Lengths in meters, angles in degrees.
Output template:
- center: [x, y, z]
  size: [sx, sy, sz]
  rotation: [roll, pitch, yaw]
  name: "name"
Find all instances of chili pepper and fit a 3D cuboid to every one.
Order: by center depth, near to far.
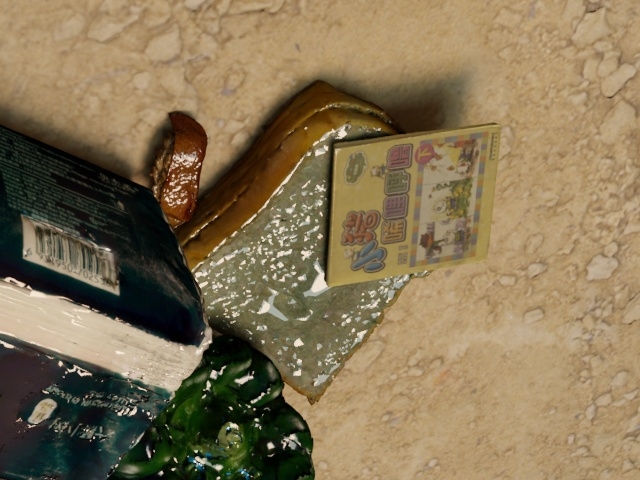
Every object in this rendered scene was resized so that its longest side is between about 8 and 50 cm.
- center: [-0.157, 0.229, 1.597]
  size: [0.233, 0.256, 0.249]
  rotation: [-11, 89, -45]
  name: "chili pepper"

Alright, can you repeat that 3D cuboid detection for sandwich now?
- center: [0.000, 0.000, 1.633]
  size: [0.301, 0.099, 0.271]
  rotation: [-46, 131, 9]
  name: "sandwich"

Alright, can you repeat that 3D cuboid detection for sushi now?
- center: [-0.147, -0.065, 1.539]
  size: [0.055, 0.052, 0.120]
  rotation: [5, 124, -10]
  name: "sushi"

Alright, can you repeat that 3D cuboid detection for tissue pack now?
- center: [-0.342, 0.032, 1.356]
  size: [0.416, 0.264, 0.253]
  rotation: [24, 116, -38]
  name: "tissue pack"

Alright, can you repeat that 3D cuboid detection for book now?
- center: [0.098, -0.037, 1.592]
  size: [0.192, 0.013, 0.168]
  rotation: [-10, 122, -20]
  name: "book"
